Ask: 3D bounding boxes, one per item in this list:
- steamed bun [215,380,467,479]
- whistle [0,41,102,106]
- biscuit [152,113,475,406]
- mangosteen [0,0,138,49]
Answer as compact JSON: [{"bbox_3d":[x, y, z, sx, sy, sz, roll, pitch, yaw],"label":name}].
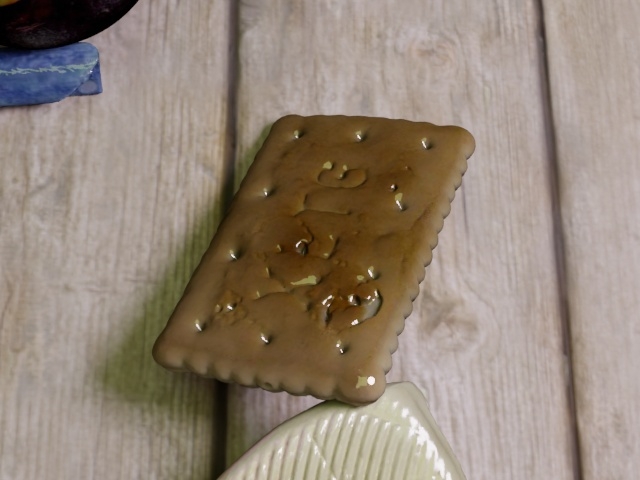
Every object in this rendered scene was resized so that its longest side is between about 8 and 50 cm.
[{"bbox_3d":[0.010,0.232,1.010,0.238,0.152,0.170,-32,80,-2],"label":"steamed bun"},{"bbox_3d":[-0.366,-0.154,1.145,0.304,0.062,0.062,-6,70,-9],"label":"whistle"},{"bbox_3d":[0.000,0.000,1.063,0.217,0.044,0.325,9,49,22],"label":"biscuit"},{"bbox_3d":[-0.272,-0.311,1.061,0.274,0.302,0.275,1,98,7],"label":"mangosteen"}]
